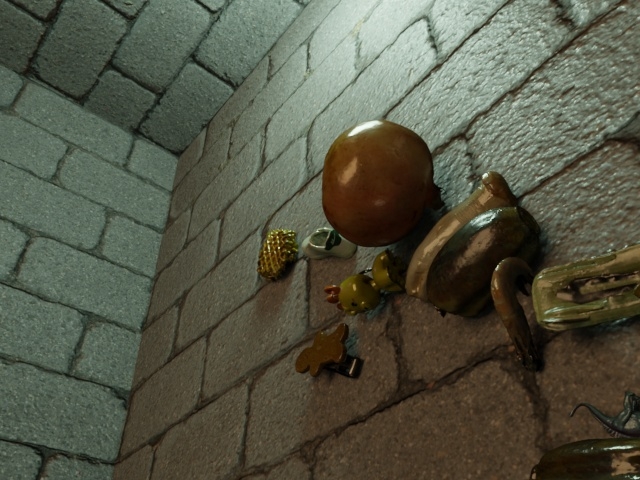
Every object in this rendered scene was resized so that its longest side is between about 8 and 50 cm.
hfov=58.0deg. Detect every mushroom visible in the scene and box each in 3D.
[{"bbox_3d":[0.316,-0.005,1.346,0.351,0.095,0.122,-54,48,18],"label":"mushroom"}]

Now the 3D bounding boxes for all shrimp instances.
[{"bbox_3d":[0.388,0.136,1.105,0.046,0.152,0.219,-17,92,46],"label":"shrimp"}]

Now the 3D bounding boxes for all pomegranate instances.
[{"bbox_3d":[0.165,-0.145,1.500,0.338,0.338,0.338,-37,38,37],"label":"pomegranate"}]

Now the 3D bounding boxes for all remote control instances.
[{"bbox_3d":[0.038,0.327,1.565,0.212,0.028,0.059,-1,66,57],"label":"remote control"}]

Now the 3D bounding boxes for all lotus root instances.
[{"bbox_3d":[0.335,0.040,1.217,0.275,0.152,0.160,-48,25,21],"label":"lotus root"},{"bbox_3d":[0.427,0.356,0.849,0.241,0.123,0.123,-32,29,49],"label":"lotus root"}]

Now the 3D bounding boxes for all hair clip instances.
[{"bbox_3d":[0.523,0.073,0.968,0.322,0.091,0.138,-23,48,34],"label":"hair clip"}]

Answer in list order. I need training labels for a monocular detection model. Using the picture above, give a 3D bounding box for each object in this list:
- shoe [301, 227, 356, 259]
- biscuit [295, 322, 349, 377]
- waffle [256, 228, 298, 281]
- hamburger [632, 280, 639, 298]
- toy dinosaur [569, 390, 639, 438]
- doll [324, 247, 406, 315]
[{"bbox_3d":[0.000,0.000,1.812,0.265,0.110,0.095,0,67,54],"label":"shoe"},{"bbox_3d":[0.005,0.307,1.573,0.205,0.031,0.138,-35,33,35],"label":"biscuit"},{"bbox_3d":[-0.152,0.052,2.047,0.193,0.070,0.197,-16,56,51],"label":"waffle"},{"bbox_3d":[0.573,0.053,0.775,0.262,0.139,0.243,36,103,21],"label":"hamburger"},{"bbox_3d":[0.486,0.279,0.895,0.198,0.045,0.080,3,75,48],"label":"toy dinosaur"},{"bbox_3d":[0.115,0.122,1.514,0.221,0.143,0.135,-33,42,29],"label":"doll"}]
